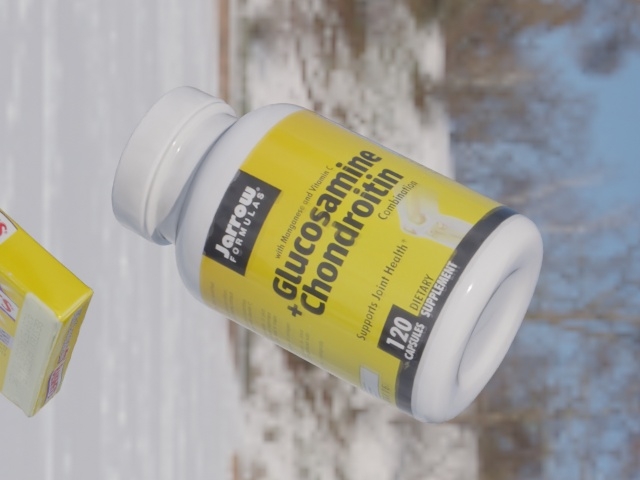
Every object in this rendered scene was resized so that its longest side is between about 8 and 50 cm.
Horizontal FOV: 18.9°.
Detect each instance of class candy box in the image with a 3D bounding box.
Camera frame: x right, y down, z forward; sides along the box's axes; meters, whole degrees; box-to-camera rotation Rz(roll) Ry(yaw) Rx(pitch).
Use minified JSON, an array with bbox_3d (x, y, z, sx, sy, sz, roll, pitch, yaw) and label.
[{"bbox_3d":[-0.188,-0.016,0.843,0.027,0.206,0.105,-44,171,-33],"label":"candy box"}]

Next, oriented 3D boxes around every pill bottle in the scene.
[{"bbox_3d":[0.000,0.000,0.875,0.103,0.184,0.103,-51,157,-31],"label":"pill bottle"}]
